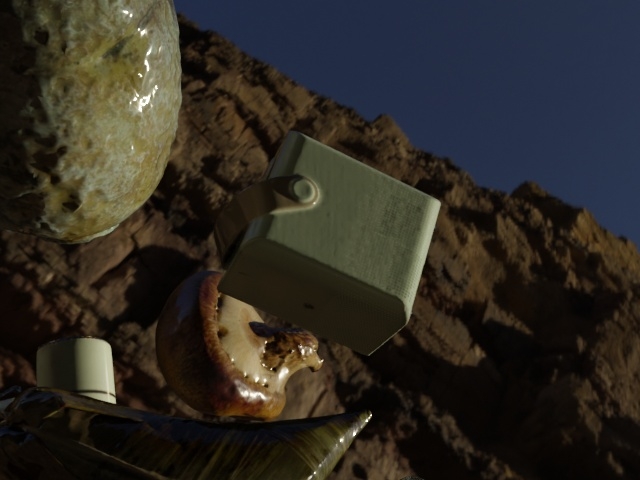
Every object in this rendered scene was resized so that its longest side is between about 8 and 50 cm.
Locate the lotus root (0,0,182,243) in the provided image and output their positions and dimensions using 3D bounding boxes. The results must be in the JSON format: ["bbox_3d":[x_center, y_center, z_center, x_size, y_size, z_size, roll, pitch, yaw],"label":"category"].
[{"bbox_3d":[-0.176,-0.142,0.518,0.175,0.175,0.350,6,-56,14],"label":"lotus root"}]

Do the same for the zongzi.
[{"bbox_3d":[-0.112,0.152,0.681,0.247,0.241,0.111,42,-34,0],"label":"zongzi"}]

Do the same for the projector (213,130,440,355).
[{"bbox_3d":[0.000,0.000,1.003,0.242,0.177,0.163,23,-33,-7],"label":"projector"}]

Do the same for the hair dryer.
[{"bbox_3d":[-0.522,0.301,1.454,0.362,0.128,0.203,-14,-112,9],"label":"hair dryer"}]

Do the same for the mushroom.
[{"bbox_3d":[-0.164,0.205,1.704,0.259,0.345,0.345,-27,-73,12],"label":"mushroom"}]

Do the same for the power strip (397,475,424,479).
[{"bbox_3d":[0.076,0.371,1.157,0.027,0.060,0.253,22,-32,-13],"label":"power strip"}]
